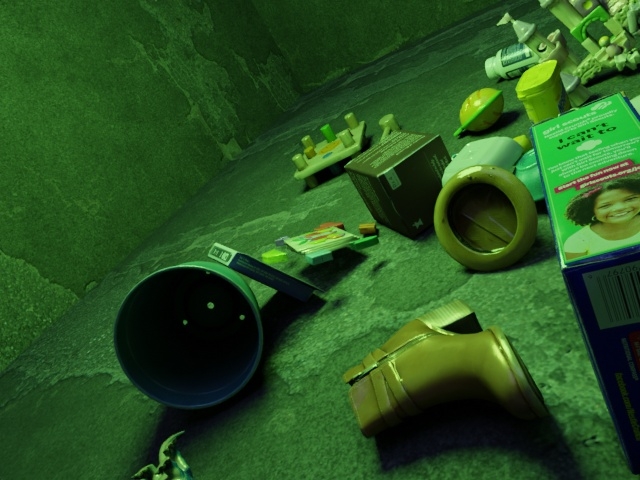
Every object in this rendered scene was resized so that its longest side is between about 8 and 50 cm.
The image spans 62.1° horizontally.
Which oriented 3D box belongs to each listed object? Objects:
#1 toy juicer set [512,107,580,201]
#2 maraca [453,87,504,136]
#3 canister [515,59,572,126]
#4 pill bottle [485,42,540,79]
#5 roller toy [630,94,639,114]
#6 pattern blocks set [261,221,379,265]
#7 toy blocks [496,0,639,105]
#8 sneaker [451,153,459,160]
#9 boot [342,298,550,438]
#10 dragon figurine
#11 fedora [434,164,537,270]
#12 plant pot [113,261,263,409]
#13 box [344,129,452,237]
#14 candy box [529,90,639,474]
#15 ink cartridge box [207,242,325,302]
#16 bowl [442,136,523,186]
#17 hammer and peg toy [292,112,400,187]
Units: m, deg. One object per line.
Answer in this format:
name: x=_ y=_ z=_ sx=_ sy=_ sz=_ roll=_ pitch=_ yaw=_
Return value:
toy juicer set: x=0.428 y=-0.145 z=1.027 sx=0.329 sy=0.089 sz=0.209 roll=-31 pitch=21 yaw=31
maraca: x=0.425 y=-0.343 z=1.440 sx=0.127 sy=0.099 sz=0.186 roll=-39 pitch=-3 yaw=-21
canister: x=0.481 y=-0.271 z=1.113 sx=0.073 sy=0.170 sz=0.126 roll=-12 pitch=30 yaw=41
pill bottle: x=0.601 y=-0.554 z=1.636 sx=0.169 sy=0.094 sz=0.094 roll=-9 pitch=32 yaw=43
roller toy: x=0.451 y=-0.102 z=0.777 sx=0.146 sy=0.191 sz=0.209 roll=-27 pitch=23 yaw=16
pattern blocks set: x=0.000 y=0.000 z=1.246 sx=0.285 sy=0.026 sz=0.325 roll=-19 pitch=13 yaw=-27
toy blocks: x=0.609 y=-0.521 z=1.238 sx=0.288 sy=0.260 sz=0.309 roll=-43 pitch=11 yaw=42
sneaker: x=0.321 y=-0.168 z=1.230 sx=0.071 sy=0.083 sz=0.191 roll=-35 pitch=21 yaw=-3
boot: x=0.142 y=0.187 z=0.695 sx=0.220 sy=0.109 sz=0.283 roll=-31 pitch=20 yaw=0
dragon figurine: x=-0.200 y=0.379 z=0.786 sx=0.085 sy=0.144 sz=0.289 roll=-41 pitch=5 yaw=-16
fedora: x=0.299 y=-0.039 z=0.948 sx=0.194 sy=0.194 sz=0.079 roll=-12 pitch=-9 yaw=40
plant pot: x=-0.243 y=0.164 z=1.092 sx=0.271 sy=0.272 sz=0.255 roll=-31 pitch=7 yaw=3
box: x=0.191 y=-0.137 z=1.220 sx=0.167 sy=0.168 sz=0.203 roll=-35 pitch=23 yaw=-8
candy box: x=0.329 y=0.027 z=0.573 sx=0.122 sy=0.268 sz=0.317 roll=-18 pitch=26 yaw=24
ink cartridge box: x=-0.123 y=0.073 z=1.169 sx=0.208 sy=0.206 sz=0.045 roll=11 pitch=75 yaw=62
bowl: x=0.313 y=-0.153 z=1.056 sx=0.142 sy=0.053 sz=0.142 roll=-46 pitch=19 yaw=-17
hammer and peg toy: x=0.082 y=-0.332 z=1.817 sx=0.361 sy=0.127 sz=0.266 roll=-23 pitch=24 yaw=22
